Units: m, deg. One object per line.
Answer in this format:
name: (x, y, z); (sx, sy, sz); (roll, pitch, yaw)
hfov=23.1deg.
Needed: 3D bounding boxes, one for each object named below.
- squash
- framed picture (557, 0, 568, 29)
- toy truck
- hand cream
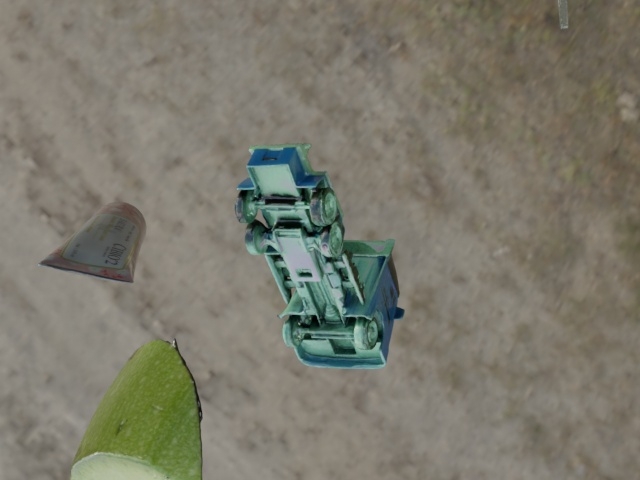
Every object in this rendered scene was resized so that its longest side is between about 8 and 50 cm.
squash: (-0.192, 0.184, 1.489); (0.085, 0.184, 0.192); (9, 151, -33)
framed picture: (0.213, -0.283, 1.427); (0.011, 0.149, 0.109); (-5, 156, 7)
toy truck: (0.000, 0.000, 0.989); (0.067, 0.081, 0.175); (0, 135, 24)
hand cream: (-0.165, 0.004, 1.194); (0.067, 0.210, 0.043); (13, 100, -3)
